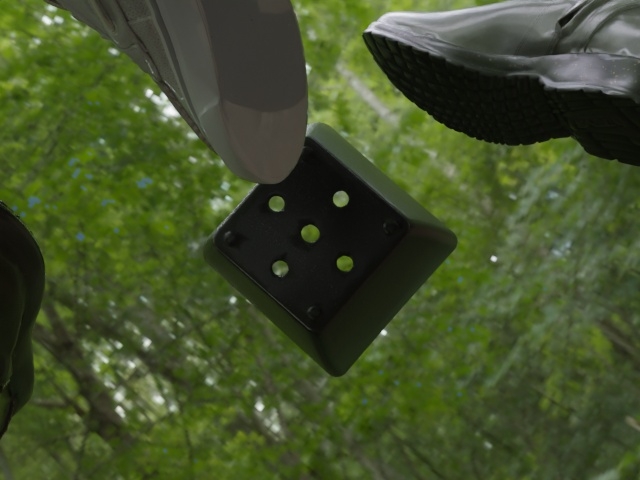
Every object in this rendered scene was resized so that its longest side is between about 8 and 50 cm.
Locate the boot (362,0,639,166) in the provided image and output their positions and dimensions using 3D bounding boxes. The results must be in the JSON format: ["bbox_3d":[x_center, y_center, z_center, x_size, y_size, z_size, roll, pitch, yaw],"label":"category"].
[{"bbox_3d":[0.154,-0.137,0.620,0.161,0.246,0.083,-54,-46,-14],"label":"boot"}]

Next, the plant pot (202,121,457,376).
[{"bbox_3d":[0.000,0.000,0.956,0.187,0.188,0.167,-48,-9,0],"label":"plant pot"}]

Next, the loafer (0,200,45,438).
[{"bbox_3d":[-0.151,0.044,0.385,0.220,0.080,0.078,102,-172,-58],"label":"loafer"}]

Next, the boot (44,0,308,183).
[{"bbox_3d":[-0.100,-0.144,0.587,0.095,0.123,0.258,-54,-44,-37],"label":"boot"}]
